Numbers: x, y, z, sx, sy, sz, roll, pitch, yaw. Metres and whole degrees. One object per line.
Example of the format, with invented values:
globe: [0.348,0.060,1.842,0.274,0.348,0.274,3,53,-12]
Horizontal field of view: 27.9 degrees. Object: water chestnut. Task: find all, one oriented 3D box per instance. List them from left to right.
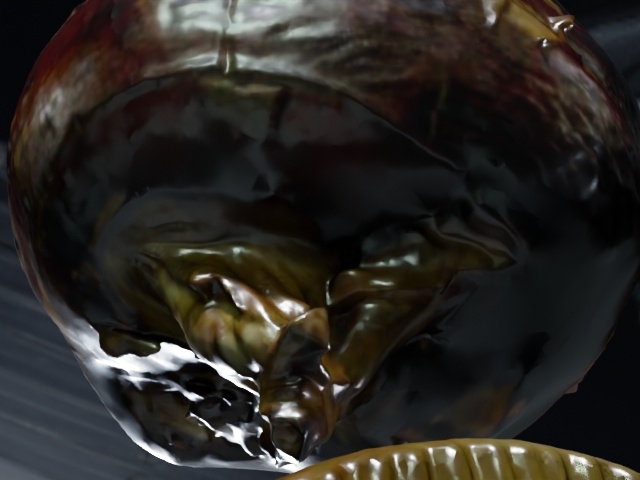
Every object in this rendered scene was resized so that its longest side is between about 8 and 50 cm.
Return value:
water chestnut: [0.000,0.000,0.650,0.335,0.347,0.335,3,-51,4]

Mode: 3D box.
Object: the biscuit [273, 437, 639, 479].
biscuit: [0.048,0.214,0.358,0.318,0.317,0.040,25,-15,-12]
